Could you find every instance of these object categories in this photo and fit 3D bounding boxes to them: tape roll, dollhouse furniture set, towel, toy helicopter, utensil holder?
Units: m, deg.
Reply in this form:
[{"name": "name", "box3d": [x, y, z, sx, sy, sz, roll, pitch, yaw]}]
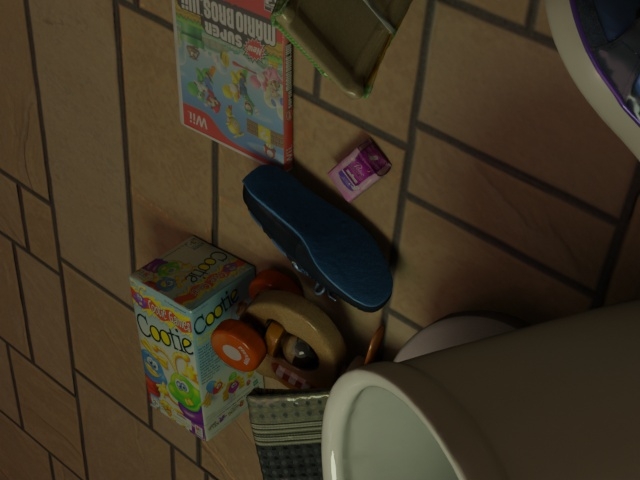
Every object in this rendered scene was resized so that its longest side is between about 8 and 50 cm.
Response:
[{"name": "tape roll", "box3d": [0.191, 0.195, 1.252, 0.219, 0.072, 0.219, 1, 94, 19]}, {"name": "dollhouse furniture set", "box3d": [-0.038, -0.306, 1.014, 0.151, 0.197, 0.301, 20, 165, 43]}, {"name": "towel", "box3d": [0.075, 0.325, 1.467, 0.324, 0.056, 0.312, -5, 116, 11]}, {"name": "toy helicopter", "box3d": [0.005, 0.214, 1.537, 0.235, 0.140, 0.355, 7, 133, 33]}, {"name": "utensil holder", "box3d": [0.240, 0.235, 0.999, 0.327, 0.385, 0.328, 39, 136, 53]}]

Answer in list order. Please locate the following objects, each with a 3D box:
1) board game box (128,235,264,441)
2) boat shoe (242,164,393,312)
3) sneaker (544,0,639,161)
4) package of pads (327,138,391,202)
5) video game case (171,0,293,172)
[{"name": "board game box", "box3d": [-0.195, 0.158, 1.658, 0.142, 0.144, 0.275, 25, 133, 32]}, {"name": "boat shoe", "box3d": [0.000, 0.000, 1.381, 0.258, 0.109, 0.089, 49, 155, 20]}, {"name": "sneaker", "box3d": [0.367, -0.152, 0.871, 0.236, 0.130, 0.323, -36, 85, 42]}, {"name": "package of pads", "box3d": [0.049, -0.088, 1.309, 0.050, 0.032, 0.083, 51, 142, -1]}, {"name": "video game case", "box3d": [-0.118, -0.246, 1.370, 0.204, 0.025, 0.285, 28, 135, 30]}]
